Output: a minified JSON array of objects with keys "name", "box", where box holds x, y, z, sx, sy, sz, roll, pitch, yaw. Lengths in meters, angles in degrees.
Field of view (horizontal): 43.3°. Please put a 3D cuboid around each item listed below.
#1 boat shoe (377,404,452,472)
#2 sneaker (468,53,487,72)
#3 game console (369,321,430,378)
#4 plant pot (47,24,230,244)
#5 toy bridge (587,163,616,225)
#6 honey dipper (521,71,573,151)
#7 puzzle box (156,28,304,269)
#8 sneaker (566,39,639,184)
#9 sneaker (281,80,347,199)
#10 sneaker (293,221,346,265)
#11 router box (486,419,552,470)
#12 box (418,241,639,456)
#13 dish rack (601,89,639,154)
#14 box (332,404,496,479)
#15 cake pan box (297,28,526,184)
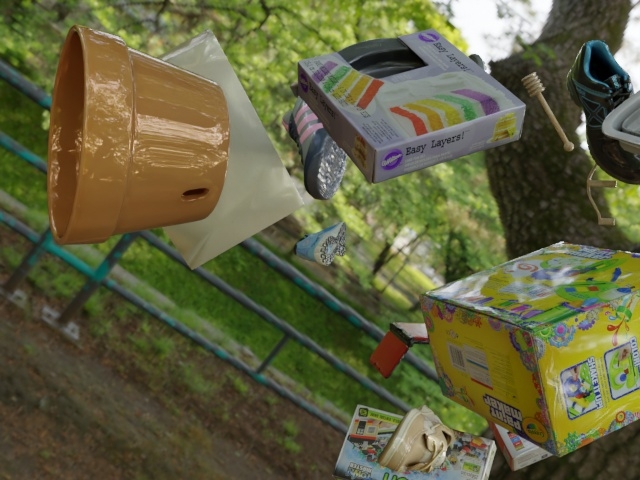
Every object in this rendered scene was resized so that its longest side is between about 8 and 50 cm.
[{"name":"boat shoe","box":[0.111,0.222,0.881,0.059,0.063,0.170,35,12,17]},{"name":"sneaker","box":[0.313,-0.333,1.768,0.076,0.167,0.065,12,1,-38]},{"name":"game console","box":[0.174,0.216,1.587,0.124,0.085,0.144,3,7,-11]},{"name":"plant pot","box":[-0.251,-0.134,1.111,0.203,0.291,0.291,3,23,-26]},{"name":"toy bridge","box":[0.635,-0.128,1.816,0.063,0.188,0.026,2,0,22]},{"name":"honey dipper","box":[0.424,-0.235,1.494,0.161,0.030,0.030,61,5,-2]},{"name":"puzzle box","box":[-0.230,-0.163,1.542,0.409,0.272,0.052,63,-3,-35]},{"name":"sneaker","box":[0.628,-0.275,1.736,0.140,0.125,0.341,72,-3,-65]},{"name":"sneaker","box":[-0.017,-0.204,1.594,0.112,0.131,0.319,63,28,-47]},{"name":"sneaker","box":[0.000,0.000,1.416,0.073,0.063,0.162,6,10,19]},{"name":"router box","box":[0.522,0.316,1.835,0.082,0.335,0.301,70,-2,-52]},{"name":"box","box":[0.344,0.135,1.158,0.290,0.279,0.177,-165,-122,-69]},{"name":"dish rack","box":[0.593,-0.184,1.118,0.072,0.285,0.333,54,-4,-26]},{"name":"box","box":[0.132,0.313,1.136,0.207,0.114,0.036,9,-29,25]},{"name":"cake pan box","box":[0.123,-0.208,1.180,0.267,0.245,0.070,-123,-155,-43]}]
